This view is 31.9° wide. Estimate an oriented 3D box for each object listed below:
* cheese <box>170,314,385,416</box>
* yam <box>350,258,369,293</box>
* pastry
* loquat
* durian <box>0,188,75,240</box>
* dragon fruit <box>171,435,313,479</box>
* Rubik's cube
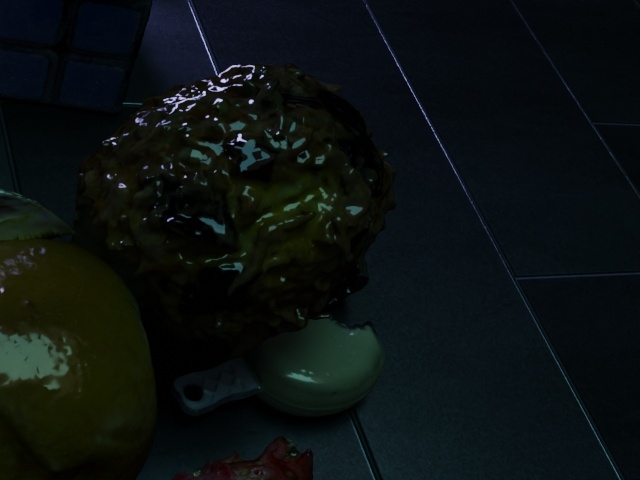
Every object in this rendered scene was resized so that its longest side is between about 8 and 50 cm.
[{"bbox_3d":[-0.040,0.155,1.276,0.163,0.070,0.249,37,43,13],"label":"cheese"},{"bbox_3d":[0.000,0.000,1.425,0.107,0.107,0.183,1,49,-25],"label":"yam"},{"bbox_3d":[-0.081,-0.043,1.208,0.337,0.405,0.292,-35,97,-17],"label":"pastry"},{"bbox_3d":[-0.283,0.132,1.034,0.276,0.276,0.283,5,47,-22],"label":"loquat"},{"bbox_3d":[-0.436,-0.019,1.207,0.305,0.185,0.195,-6,25,-22],"label":"durian"},{"bbox_3d":[-0.076,0.293,1.037,0.205,0.210,0.268,56,36,-28],"label":"dragon fruit"},{"bbox_3d":[-0.385,-0.386,1.474,0.305,0.301,0.303,8,46,-20],"label":"Rubik's cube"}]
